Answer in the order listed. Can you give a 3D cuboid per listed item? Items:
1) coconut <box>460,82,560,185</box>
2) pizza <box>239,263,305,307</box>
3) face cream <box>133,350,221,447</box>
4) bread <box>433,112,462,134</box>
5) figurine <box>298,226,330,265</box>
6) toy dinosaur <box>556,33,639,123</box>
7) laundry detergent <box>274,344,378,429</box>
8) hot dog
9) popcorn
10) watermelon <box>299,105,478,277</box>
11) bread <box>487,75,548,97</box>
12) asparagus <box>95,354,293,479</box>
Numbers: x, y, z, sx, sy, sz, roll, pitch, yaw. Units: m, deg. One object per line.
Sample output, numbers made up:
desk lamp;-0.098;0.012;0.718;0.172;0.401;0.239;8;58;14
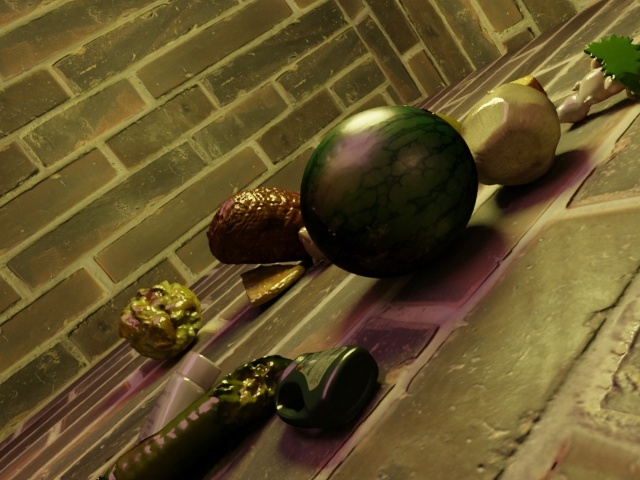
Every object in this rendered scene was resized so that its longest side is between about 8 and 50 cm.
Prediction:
coconut;0.394;-0.215;1.037;0.224;0.224;0.224;-35;12;8
pizza;-0.150;0.135;1.571;0.204;0.080;0.188;-26;26;-14
face cream;-0.337;0.387;1.113;0.154;0.096;0.273;-13;40;56
bread;0.220;-0.179;1.304;0.376;0.208;0.251;-45;21;-13
figurine;0.000;0.000;1.488;0.125;0.138;0.125;-42;9;8
toy dinosaur;0.626;-0.329;1.078;0.194;0.152;0.177;-28;-27;0
laundry detergent;-0.016;0.230;0.783;0.222;0.078;0.144;-21;23;51
hot dog;-0.170;-0.029;1.577;0.388;0.266;0.174;-1;35;-24
popcorn;-0.539;0.268;1.704;0.282;0.282;0.247;-48;-6;-43
watermelon;0.134;-0.100;0.998;0.363;0.363;0.363;-35;12;8
bread;0.556;-0.378;1.368;0.134;0.129;0.260;-26;15;13
asparagus;-0.199;0.326;0.852;0.382;0.128;0.108;-38;48;-10
